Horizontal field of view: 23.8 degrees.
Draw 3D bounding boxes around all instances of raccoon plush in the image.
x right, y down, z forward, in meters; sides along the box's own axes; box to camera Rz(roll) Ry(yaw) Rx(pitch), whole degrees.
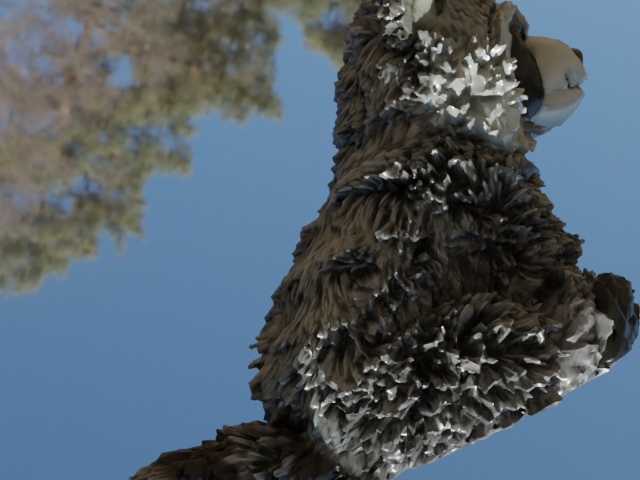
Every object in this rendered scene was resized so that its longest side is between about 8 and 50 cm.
[{"bbox_3d":[0.000,0.000,0.939,0.446,0.216,0.299,-26,-92,-31],"label":"raccoon plush"}]
